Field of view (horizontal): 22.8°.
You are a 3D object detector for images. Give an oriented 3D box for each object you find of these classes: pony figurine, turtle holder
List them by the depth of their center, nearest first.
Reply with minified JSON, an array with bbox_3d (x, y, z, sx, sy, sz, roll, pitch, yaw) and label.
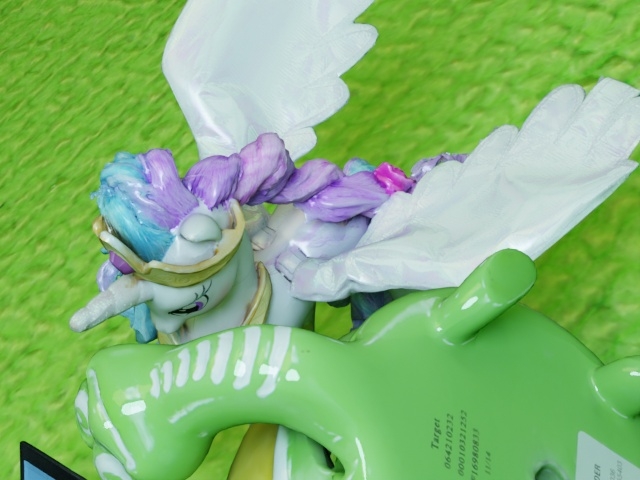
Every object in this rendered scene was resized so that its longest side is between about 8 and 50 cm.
[{"bbox_3d":[0.043,0.157,0.832,0.227,0.320,0.243,-32,66,41],"label":"turtle holder"},{"bbox_3d":[0.000,0.000,0.994,0.303,0.363,0.351,35,68,24],"label":"pony figurine"}]

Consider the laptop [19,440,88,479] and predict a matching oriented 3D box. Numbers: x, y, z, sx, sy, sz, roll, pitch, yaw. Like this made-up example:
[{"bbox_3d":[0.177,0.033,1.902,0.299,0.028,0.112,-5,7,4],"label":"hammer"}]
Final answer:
[{"bbox_3d":[-0.185,0.294,0.978,0.264,0.136,0.234,-46,36,-20],"label":"laptop"}]
